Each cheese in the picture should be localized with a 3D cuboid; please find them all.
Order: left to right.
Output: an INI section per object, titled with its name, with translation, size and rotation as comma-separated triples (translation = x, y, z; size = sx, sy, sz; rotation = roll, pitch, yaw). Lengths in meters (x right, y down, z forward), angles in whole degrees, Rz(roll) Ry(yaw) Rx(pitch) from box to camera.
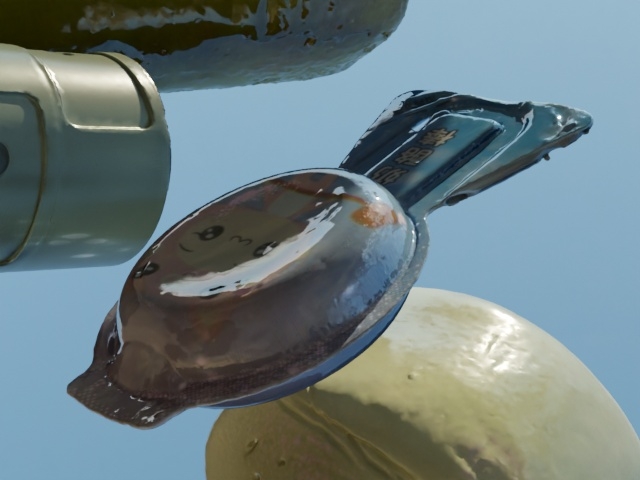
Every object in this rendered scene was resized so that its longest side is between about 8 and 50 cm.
[cheese]
translation = 0.000, 0.000, 0.584
size = 0.245, 0.052, 0.135
rotation = -38, -146, -29

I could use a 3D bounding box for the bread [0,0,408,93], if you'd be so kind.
[bread]
translation = -0.125, -0.151, 0.914
size = 0.166, 0.383, 0.112
rotation = 124, -42, -59

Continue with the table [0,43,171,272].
[table]
translation = -0.202, -0.043, 0.729
size = 0.126, 0.220, 0.126
rotation = 2, -87, 45

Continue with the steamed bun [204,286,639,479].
[steamed bun]
translation = 0.070, 0.135, 0.815
size = 0.250, 0.200, 0.154
rotation = 31, -58, 17
